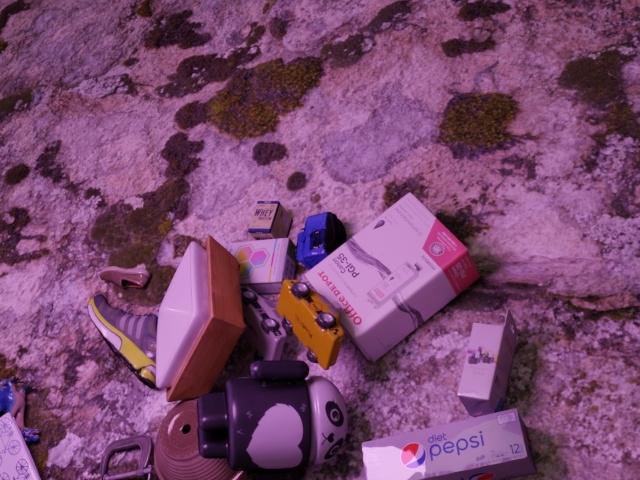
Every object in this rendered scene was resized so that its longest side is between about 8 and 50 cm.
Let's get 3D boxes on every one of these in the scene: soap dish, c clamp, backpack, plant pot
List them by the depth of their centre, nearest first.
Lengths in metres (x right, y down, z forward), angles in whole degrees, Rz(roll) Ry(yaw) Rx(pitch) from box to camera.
[{"bbox_3d":[-0.241,0.392,1.698,0.237,0.110,0.237,-12,54,17],"label":"plant pot"},{"bbox_3d":[-0.246,0.159,1.749,0.229,0.118,0.291,-61,22,26],"label":"soap dish"},{"bbox_3d":[-0.403,0.467,1.766,0.160,0.022,0.137,-13,53,31],"label":"c clamp"},{"bbox_3d":[0.000,0.000,1.850,0.101,0.098,0.120,-9,56,24],"label":"backpack"}]

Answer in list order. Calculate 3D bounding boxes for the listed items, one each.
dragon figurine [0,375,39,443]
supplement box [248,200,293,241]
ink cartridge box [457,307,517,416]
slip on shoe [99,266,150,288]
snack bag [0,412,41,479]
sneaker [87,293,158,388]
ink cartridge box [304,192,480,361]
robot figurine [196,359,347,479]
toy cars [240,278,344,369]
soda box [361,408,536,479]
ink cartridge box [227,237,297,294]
[{"bbox_3d":[-0.749,0.379,1.958,0.289,0.085,0.144,9,63,28],"label":"dragon figurine"},{"bbox_3d":[-0.112,-0.034,1.933,0.056,0.083,0.083,1,60,26],"label":"supplement box"},{"bbox_3d":[0.307,0.221,1.556,0.061,0.104,0.181,5,60,27],"label":"ink cartridge box"},{"bbox_3d":[-0.473,0.093,2.043,0.135,0.051,0.041,2,57,17],"label":"slip on shoe"},{"bbox_3d":[-0.731,0.587,1.795,0.342,0.037,0.323,-34,67,2],"label":"snack bag"},{"bbox_3d":[-0.417,0.208,1.920,0.121,0.111,0.300,-38,53,-20],"label":"sneaker"},{"bbox_3d":[0.143,0.073,1.722,0.283,0.117,0.207,-38,52,-2],"label":"ink cartridge box"},{"bbox_3d":[-0.088,0.337,1.582,0.278,0.209,0.174,-1,58,-10],"label":"robot figurine"},{"bbox_3d":[-0.059,0.164,1.713,0.393,0.087,0.177,-11,88,56],"label":"toy cars"},{"bbox_3d":[0.223,0.380,1.495,0.286,0.098,0.091,-17,55,15],"label":"soda box"},{"bbox_3d":[-0.160,0.062,1.906,0.209,0.062,0.109,-4,58,23],"label":"ink cartridge box"}]
